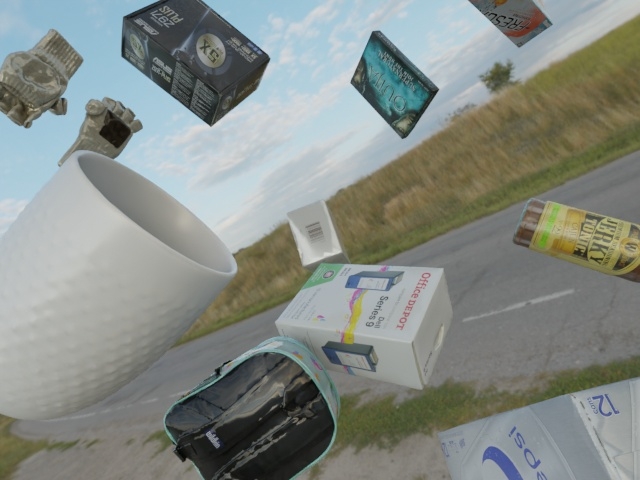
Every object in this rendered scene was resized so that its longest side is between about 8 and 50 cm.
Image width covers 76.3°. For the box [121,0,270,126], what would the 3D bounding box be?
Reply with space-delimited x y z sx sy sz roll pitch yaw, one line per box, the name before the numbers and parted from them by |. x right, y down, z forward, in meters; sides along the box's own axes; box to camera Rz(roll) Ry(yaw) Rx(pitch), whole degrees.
box | -0.200 -0.301 0.668 0.147 0.180 0.077 -55 6 -37

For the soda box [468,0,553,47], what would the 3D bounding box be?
soda box | 0.275 -0.366 0.610 0.183 0.062 0.058 10 -26 -39

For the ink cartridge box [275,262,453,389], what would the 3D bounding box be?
ink cartridge box | 0.067 0.113 0.600 0.213 0.093 0.154 2 34 33

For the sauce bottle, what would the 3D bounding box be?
sauce bottle | 0.564 0.011 0.783 0.345 0.111 0.111 20 29 27

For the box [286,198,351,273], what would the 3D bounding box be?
box | 0.000 0.000 0.939 0.091 0.130 0.170 -20 -16 5

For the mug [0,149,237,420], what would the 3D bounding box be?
mug | -0.359 0.058 0.634 0.328 0.276 0.374 -49 44 2

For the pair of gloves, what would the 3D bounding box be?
pair of gloves | -0.466 -0.248 0.769 0.042 0.240 0.204 -5 47 28

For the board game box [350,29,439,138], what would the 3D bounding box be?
board game box | 0.145 -0.319 0.841 0.026 0.186 0.126 -25 -22 -33

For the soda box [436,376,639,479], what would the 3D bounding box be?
soda box | 0.204 0.197 0.365 0.098 0.091 0.286 -9 -29 -9

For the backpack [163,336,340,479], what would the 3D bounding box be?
backpack | -0.069 0.219 0.521 0.188 0.165 0.144 -39 -10 11
